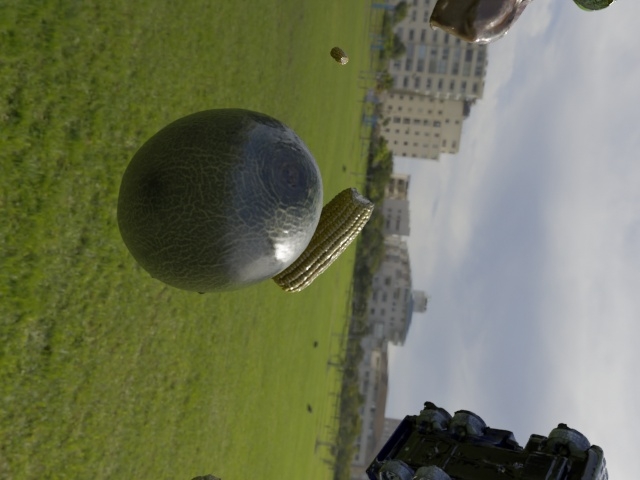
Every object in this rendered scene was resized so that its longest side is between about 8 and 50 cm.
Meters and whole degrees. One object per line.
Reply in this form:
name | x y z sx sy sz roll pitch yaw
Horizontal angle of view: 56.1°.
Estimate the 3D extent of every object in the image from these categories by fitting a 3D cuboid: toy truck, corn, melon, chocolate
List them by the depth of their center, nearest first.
toy truck | 0.203 0.302 0.715 0.124 0.268 0.155 -40 114 -39
chocolate | 0.247 -0.351 0.793 0.148 0.093 0.214 -24 153 -55
melon | -0.140 -0.046 0.796 0.237 0.302 0.237 14 69 -42
corn | 0.000 0.000 1.612 0.344 0.131 0.131 -46 -172 18
corn | 0.052 -0.514 1.669 0.092 0.037 0.037 -116 -156 -53

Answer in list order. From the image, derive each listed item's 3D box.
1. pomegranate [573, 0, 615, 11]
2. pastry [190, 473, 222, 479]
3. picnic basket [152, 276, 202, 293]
pomegranate | 0.718 -0.674 1.532 0.122 0.143 0.169 -25 157 -49
pastry | -0.262 0.627 1.338 0.192 0.093 0.182 112 -15 -51
picnic basket | -0.314 -0.034 1.253 0.297 0.129 0.222 47 -55 44
